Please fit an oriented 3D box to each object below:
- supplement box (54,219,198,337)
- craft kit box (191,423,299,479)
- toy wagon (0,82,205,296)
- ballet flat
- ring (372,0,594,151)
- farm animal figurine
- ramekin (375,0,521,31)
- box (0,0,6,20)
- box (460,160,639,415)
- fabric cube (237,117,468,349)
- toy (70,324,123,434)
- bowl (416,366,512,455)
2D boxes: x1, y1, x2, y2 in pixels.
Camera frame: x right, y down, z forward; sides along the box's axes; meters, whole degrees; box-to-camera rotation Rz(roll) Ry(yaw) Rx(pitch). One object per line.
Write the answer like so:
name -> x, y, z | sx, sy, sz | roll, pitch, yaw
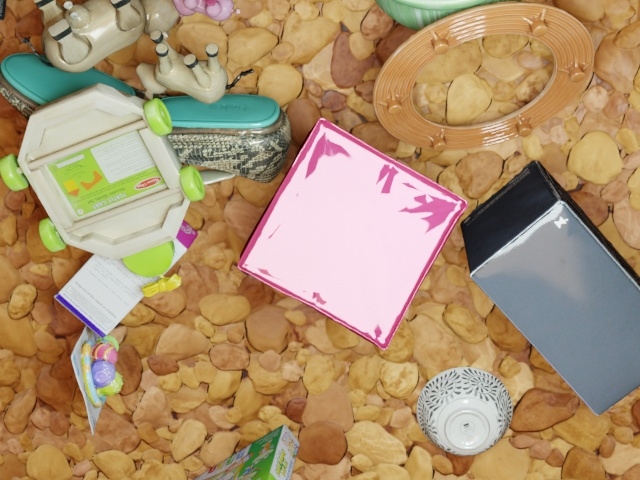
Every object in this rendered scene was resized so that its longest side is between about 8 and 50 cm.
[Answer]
supplement box -> -0.325, 0.040, 1.695 | 0.114, 0.111, 0.220 | 42, 105, -7
craft kit box -> -0.162, 0.445, 1.724 | 0.250, 0.247, 0.061 | -33, 101, 11
toy wagon -> -0.316, -0.067, 1.552 | 0.267, 0.068, 0.344 | -19, 119, 11
ballet flat -> -0.290, -0.170, 1.627 | 0.482, 0.164, 0.182 | 10, 130, 0
ring -> 0.245, -0.229, 1.501 | 0.336, 0.032, 0.337 | -7, 149, -4
farm animal figurine -> -0.284, -0.331, 1.540 | 0.326, 0.172, 0.330 | -14, 67, -1
ramekin -> 0.185, -0.448, 1.452 | 0.303, 0.148, 0.304 | -2, 77, 10
box -> -0.552, -0.472, 1.535 | 0.103, 0.184, 0.261 | 11, 105, 1
box -> 0.377, 0.062, 1.554 | 0.182, 0.294, 0.296 | -41, 98, 13
fabric cube -> 0.040, -0.012, 1.549 | 0.259, 0.258, 0.254 | 30, 89, -4
toy -> -0.364, 0.212, 1.685 | 0.056, 0.237, 0.137 | -14, 104, -5
bowl -> 0.252, 0.312, 1.743 | 0.170, 0.080, 0.170 | 1, 105, 5
